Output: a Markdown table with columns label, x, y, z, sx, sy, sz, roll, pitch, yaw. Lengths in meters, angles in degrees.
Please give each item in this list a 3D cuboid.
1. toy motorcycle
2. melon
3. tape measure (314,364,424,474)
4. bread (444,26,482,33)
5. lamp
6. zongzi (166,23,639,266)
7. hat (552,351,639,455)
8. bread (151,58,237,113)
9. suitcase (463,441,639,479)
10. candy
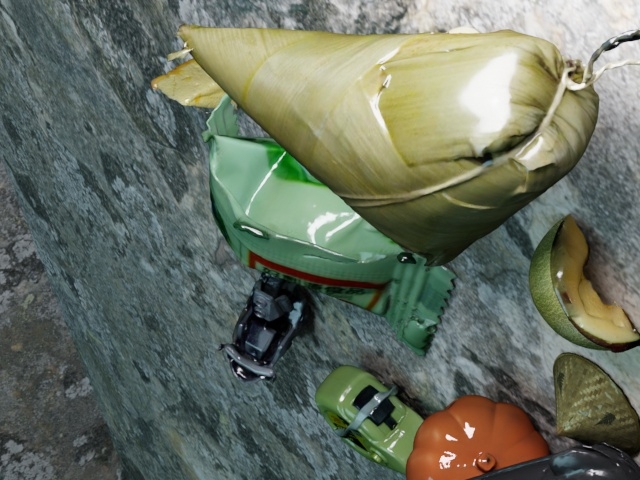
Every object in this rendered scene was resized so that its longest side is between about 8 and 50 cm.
| label | x | y | z | sx | sy | sz | roll | pitch | yaw |
| --- | --- | --- | --- | --- | --- | --- | --- | --- | --- |
| toy motorcycle | -0.085 | 0.134 | 2.278 | 0.106 | 0.159 | 0.270 | 28 | 152 | 12 |
| melon | 0.265 | 0.065 | 1.547 | 0.160 | 0.079 | 0.128 | 58 | 157 | -2 |
| tape measure | 0.077 | 0.266 | 2.182 | 0.175 | 0.106 | 0.200 | 51 | 163 | -21 |
| bread | 0.137 | -0.177 | 1.527 | 0.073 | 0.053 | 0.214 | 32 | 160 | -3 |
| lamp | 0.203 | 0.290 | 1.833 | 0.187 | 0.188 | 0.164 | 53 | 172 | 12 |
| zongzi | 0.076 | -0.152 | 1.346 | 0.418 | 0.181 | 0.447 | 32 | 159 | -7 |
| hat | 0.302 | 0.210 | 1.681 | 0.146 | 0.067 | 0.146 | 45 | 155 | 28 |
| bread | -0.181 | -0.209 | 2.083 | 0.084 | 0.109 | 0.080 | 38 | 148 | 31 |
| suitcase | 0.276 | 0.413 | 1.655 | 0.345 | 0.188 | 0.339 | -27 | 115 | 37 |
| candy | 0.004 | -0.005 | 1.951 | 0.398 | 0.172 | 0.263 | 32 | 163 | 8 |
